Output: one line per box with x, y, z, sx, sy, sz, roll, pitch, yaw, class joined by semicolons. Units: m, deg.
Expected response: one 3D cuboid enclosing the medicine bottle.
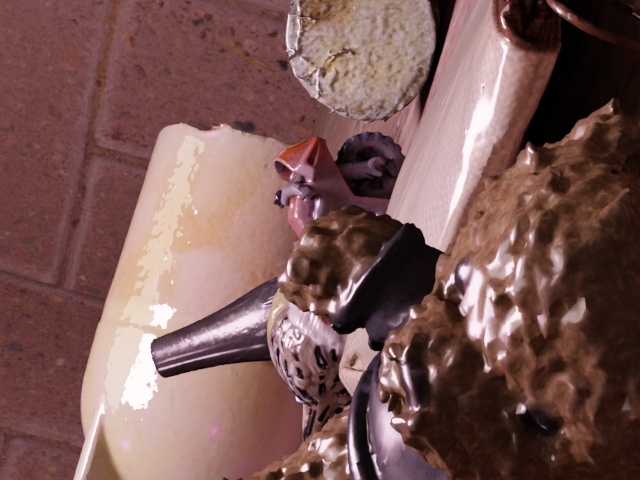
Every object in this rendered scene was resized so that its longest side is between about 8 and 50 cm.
-0.104;0.113;1.296;0.236;0.235;0.406;129;157;-79;medicine bottle

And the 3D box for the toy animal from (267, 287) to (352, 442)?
0.008;0.085;0.972;0.098;0.098;0.137;120;154;-73;toy animal

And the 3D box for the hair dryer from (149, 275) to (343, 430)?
-0.029;0.132;1.044;0.075;0.195;0.219;55;-162;-57;hair dryer

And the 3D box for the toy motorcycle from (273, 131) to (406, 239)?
0.000;0.000;1.152;0.084;0.118;0.213;172;114;-71;toy motorcycle

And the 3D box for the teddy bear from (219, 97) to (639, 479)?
0.041;0.073;0.415;0.129;0.182;0.251;-13;-34;-50;teddy bear

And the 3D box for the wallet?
0.085;-0.052;0.681;0.335;0.068;0.275;-69;1;-63;wallet

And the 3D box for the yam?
0.045;-0.220;1.259;0.254;0.154;0.154;-74;2;-66;yam
